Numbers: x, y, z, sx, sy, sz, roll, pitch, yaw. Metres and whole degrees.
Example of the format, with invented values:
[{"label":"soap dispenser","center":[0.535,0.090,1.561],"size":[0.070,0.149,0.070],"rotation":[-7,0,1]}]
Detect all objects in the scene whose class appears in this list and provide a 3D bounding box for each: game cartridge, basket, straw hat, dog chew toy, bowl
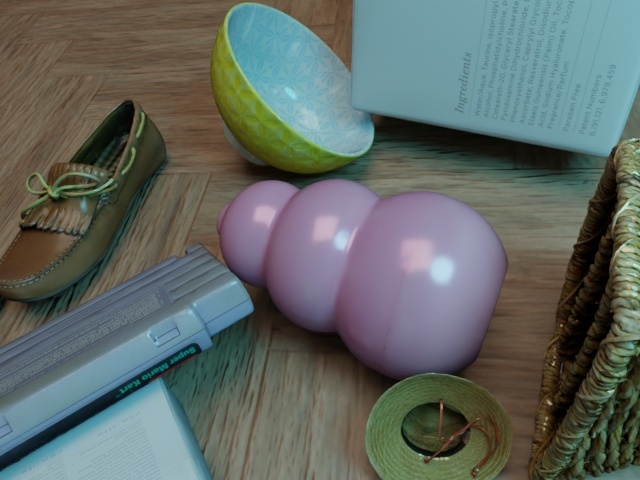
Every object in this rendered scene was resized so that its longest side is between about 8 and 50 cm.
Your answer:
[{"label":"game cartridge","center":[-0.263,0.125,0.606],"size":[0.354,0.068,0.230],"rotation":[-29,24,-16]},{"label":"basket","center":[0.275,0.057,0.479],"size":[0.222,0.299,0.214],"rotation":[-13,48,-2]},{"label":"straw hat","center":[0.116,0.189,0.546],"size":[0.144,0.145,0.061],"rotation":[-7,10,4]},{"label":"dog chew toy","center":[0.031,0.024,0.602],"size":[0.331,0.207,0.207],"rotation":[18,54,17]},{"label":"bowl","center":[-0.069,-0.211,0.848],"size":[0.156,0.289,0.290],"rotation":[-37,35,37]}]

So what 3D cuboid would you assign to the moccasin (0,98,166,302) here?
[{"label":"moccasin","center":[-0.360,-0.074,0.804],"size":[0.139,0.147,0.380],"rotation":[12,52,19]}]

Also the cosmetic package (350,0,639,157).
[{"label":"cosmetic package","center":[0.288,-0.367,0.793],"size":[0.393,0.328,0.329],"rotation":[16,40,22]}]

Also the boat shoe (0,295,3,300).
[{"label":"boat shoe","center":[-0.482,0.090,0.753],"size":[0.048,0.042,0.133],"rotation":[-2,50,5]}]

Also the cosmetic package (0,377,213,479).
[{"label":"cosmetic package","center":[-0.258,0.336,0.461],"size":[0.377,0.098,0.284],"rotation":[-27,48,-14]}]
